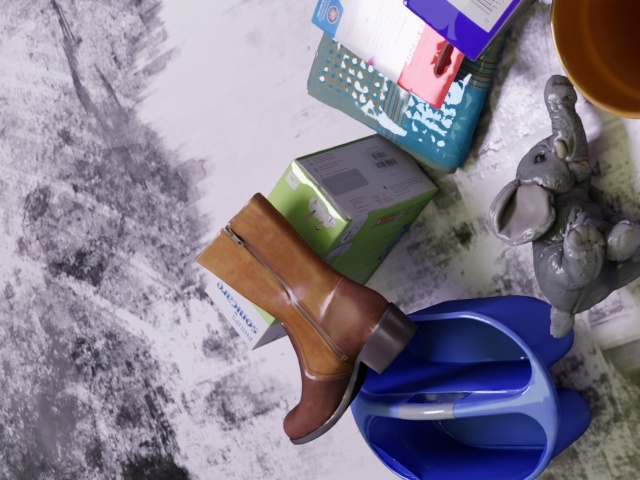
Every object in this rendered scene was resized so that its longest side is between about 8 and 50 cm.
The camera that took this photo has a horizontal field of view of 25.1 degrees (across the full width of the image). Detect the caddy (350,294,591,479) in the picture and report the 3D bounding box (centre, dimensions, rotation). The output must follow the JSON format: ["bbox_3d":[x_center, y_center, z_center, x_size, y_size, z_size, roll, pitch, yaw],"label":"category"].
[{"bbox_3d":[0.188,0.204,1.905,0.341,0.179,0.241,-8,97,43],"label":"caddy"}]

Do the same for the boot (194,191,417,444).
[{"bbox_3d":[-0.055,0.110,1.876,0.280,0.096,0.264,38,129,-1],"label":"boot"}]

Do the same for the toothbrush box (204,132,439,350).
[{"bbox_3d":[0.000,0.000,1.987,0.122,0.206,0.283,49,131,18],"label":"toothbrush box"}]

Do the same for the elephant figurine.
[{"bbox_3d":[0.295,-0.044,1.769,0.239,0.186,0.169,55,176,27],"label":"elephant figurine"}]

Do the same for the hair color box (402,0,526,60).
[{"bbox_3d":[0.230,-0.339,1.563,0.110,0.339,0.185,41,124,5],"label":"hair color box"}]

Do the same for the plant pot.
[{"bbox_3d":[0.387,-0.249,1.571,0.205,0.188,0.205,14,113,37],"label":"plant pot"}]

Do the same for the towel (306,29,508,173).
[{"bbox_3d":[0.131,-0.303,1.889,0.271,0.040,0.370,34,122,28],"label":"towel"}]

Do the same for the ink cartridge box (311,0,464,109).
[{"bbox_3d":[0.110,-0.282,1.834,0.231,0.078,0.134,40,125,26],"label":"ink cartridge box"}]
